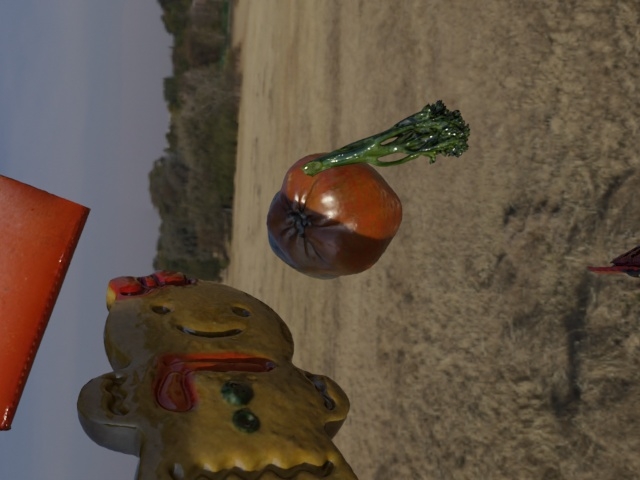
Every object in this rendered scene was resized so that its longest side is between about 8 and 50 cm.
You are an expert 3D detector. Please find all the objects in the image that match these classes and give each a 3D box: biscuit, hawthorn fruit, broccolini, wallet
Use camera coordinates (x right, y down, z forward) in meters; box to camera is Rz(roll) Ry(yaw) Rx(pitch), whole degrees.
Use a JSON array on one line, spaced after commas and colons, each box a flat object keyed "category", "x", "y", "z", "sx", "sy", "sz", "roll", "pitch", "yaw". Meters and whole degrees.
[{"category": "biscuit", "x": -0.064, "y": 0.084, "z": 0.391, "sx": 0.225, "sy": 0.165, "sz": 0.036, "roll": -122, "pitch": 45, "yaw": -54}, {"category": "hawthorn fruit", "x": 0.025, "y": -0.032, "z": 0.862, "sx": 0.189, "sy": 0.189, "sz": 0.190, "roll": -178, "pitch": 90, "yaw": -79}, {"category": "broccolini", "x": 0.076, "y": -0.106, "z": 0.742, "sx": 0.074, "sy": 0.201, "sz": 0.058, "roll": -96, "pitch": -17, "yaw": -58}, {"category": "wallet", "x": -0.297, "y": 0.043, "z": 0.525, "sx": 0.045, "sy": 0.142, "sz": 0.205, "roll": 166, "pitch": 122, "yaw": -75}]

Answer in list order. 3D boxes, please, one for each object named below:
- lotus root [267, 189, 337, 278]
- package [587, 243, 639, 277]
[{"category": "lotus root", "x": 0.000, "y": 0.000, "z": 1.150, "sx": 0.158, "sy": 0.140, "sz": 0.322, "roll": 51, "pitch": -175, "yaw": 23}, {"category": "package", "x": 0.259, "y": -0.016, "z": 0.359, "sx": 0.022, "sy": 0.200, "sz": 0.083, "roll": 70, "pitch": 163, "yaw": -7}]
